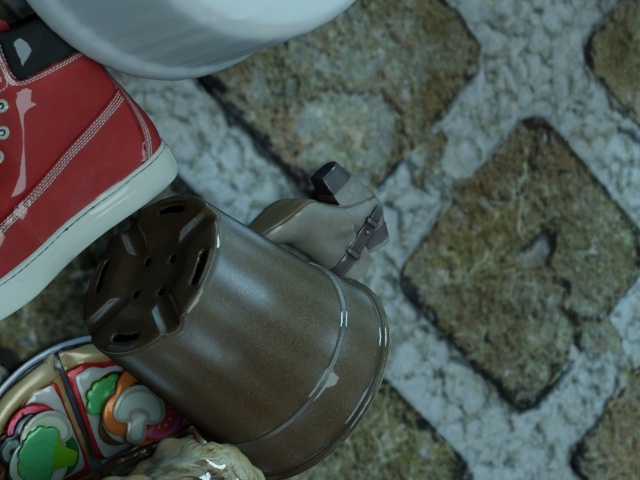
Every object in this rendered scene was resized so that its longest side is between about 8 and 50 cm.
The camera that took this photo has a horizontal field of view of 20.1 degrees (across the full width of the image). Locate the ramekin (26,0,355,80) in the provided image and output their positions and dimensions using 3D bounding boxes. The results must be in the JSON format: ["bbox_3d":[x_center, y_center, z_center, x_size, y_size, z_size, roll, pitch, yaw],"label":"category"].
[{"bbox_3d":[-0.076,-0.251,1.212,0.277,0.135,0.277,0,89,-37],"label":"ramekin"}]

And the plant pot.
[{"bbox_3d":[-0.066,0.061,1.271,0.165,0.167,0.167,38,81,-39],"label":"plant pot"}]

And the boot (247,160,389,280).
[{"bbox_3d":[0.000,0.000,1.383,0.118,0.042,0.087,-39,117,-16],"label":"boot"}]

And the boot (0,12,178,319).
[{"bbox_3d":[-0.233,-0.050,1.228,0.244,0.088,0.176,-43,115,-24],"label":"boot"}]

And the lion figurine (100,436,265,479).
[{"bbox_3d":[-0.236,0.200,1.191,0.392,0.142,0.240,17,122,-33],"label":"lion figurine"}]

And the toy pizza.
[{"bbox_3d":[-0.162,0.169,1.332,0.201,0.032,0.201,-5,102,-27],"label":"toy pizza"}]
